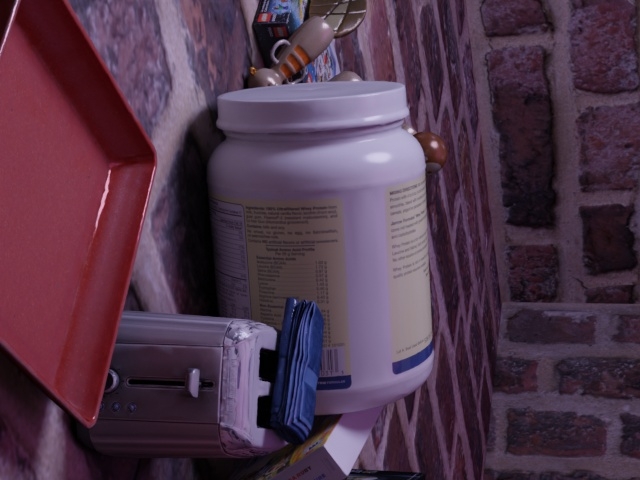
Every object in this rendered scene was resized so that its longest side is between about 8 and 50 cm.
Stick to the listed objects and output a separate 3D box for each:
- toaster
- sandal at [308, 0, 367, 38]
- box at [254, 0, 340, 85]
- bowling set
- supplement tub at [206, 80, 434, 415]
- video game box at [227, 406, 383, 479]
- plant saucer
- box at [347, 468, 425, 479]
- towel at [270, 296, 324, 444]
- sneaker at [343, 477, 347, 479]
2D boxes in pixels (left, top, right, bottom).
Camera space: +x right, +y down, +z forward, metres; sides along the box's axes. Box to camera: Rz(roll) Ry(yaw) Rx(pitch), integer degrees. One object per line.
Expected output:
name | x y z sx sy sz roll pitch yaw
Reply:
toaster | -0.107 0.131 1.049 0.227 0.147 0.129 35 57 -72
sandal | 0.023 -0.309 1.533 0.180 0.072 0.049 -82 -175 -46
box | -0.025 -0.243 1.545 0.233 0.044 0.159 73 22 -47
bowling set | 0.037 -0.115 1.446 0.154 0.200 0.287 -46 140 -7
supplement tub | 0.000 0.000 1.276 0.235 0.236 0.324 -41 129 -70
video game box | -0.029 0.240 1.286 0.048 0.187 0.205 51 20 -2
plant saucer | -0.206 -0.028 0.870 0.258 0.048 0.259 66 28 -56
box | 0.061 0.371 1.669 0.180 0.147 0.077 12 78 -74
towel | -0.017 0.114 1.038 0.067 0.029 0.119 62 32 -62
sneaker | -0.004 0.294 1.428 0.147 0.105 0.295 134 -34 -70
